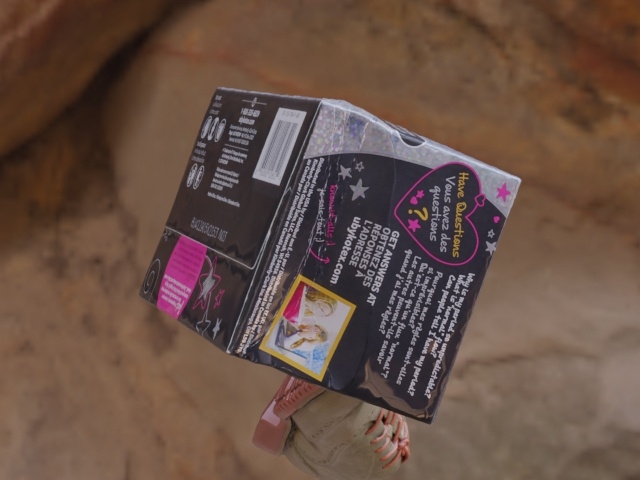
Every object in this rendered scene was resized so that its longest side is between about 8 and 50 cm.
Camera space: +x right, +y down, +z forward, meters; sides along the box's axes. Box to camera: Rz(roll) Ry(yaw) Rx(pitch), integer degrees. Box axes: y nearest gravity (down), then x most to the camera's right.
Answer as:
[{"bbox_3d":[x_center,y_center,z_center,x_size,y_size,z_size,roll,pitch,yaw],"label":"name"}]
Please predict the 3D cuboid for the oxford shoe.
[{"bbox_3d":[0.034,0.139,1.577,0.130,0.123,0.348,33,-17,2],"label":"oxford shoe"}]

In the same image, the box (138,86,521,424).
[{"bbox_3d":[0.000,0.000,1.144,0.142,0.163,0.247,21,0,-19],"label":"box"}]
